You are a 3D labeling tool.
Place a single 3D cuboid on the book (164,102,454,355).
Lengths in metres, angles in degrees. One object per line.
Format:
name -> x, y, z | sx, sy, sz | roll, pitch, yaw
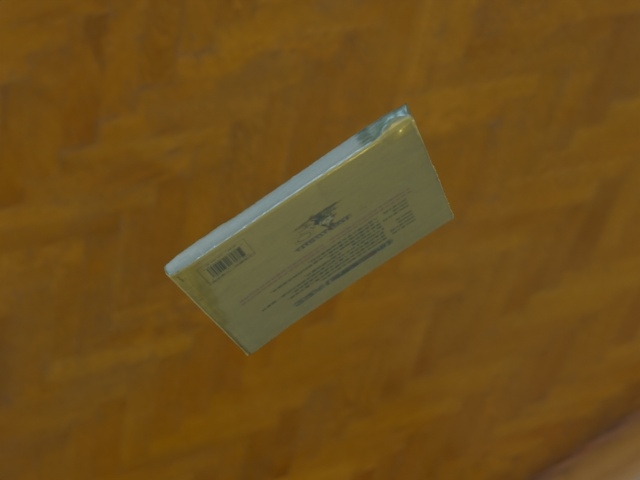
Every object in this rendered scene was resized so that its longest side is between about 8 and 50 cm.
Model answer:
book -> 0.000, 0.000, 1.056 | 0.168, 0.013, 0.192 | -34, 159, -1
